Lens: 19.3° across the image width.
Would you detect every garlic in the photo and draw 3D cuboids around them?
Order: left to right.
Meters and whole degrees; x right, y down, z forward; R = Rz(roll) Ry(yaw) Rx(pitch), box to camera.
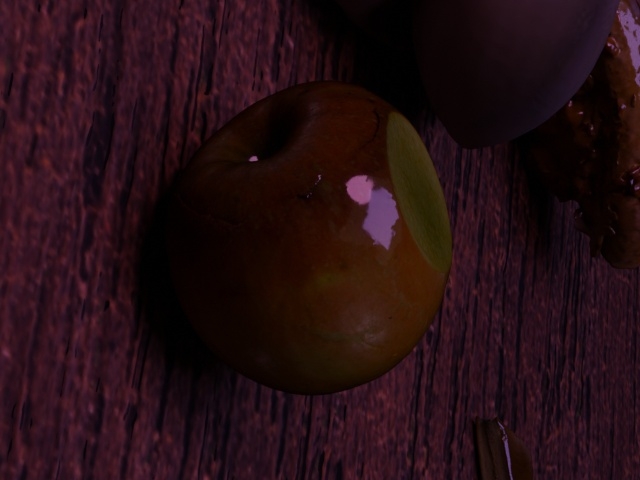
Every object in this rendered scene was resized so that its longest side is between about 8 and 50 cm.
[{"bbox_3d":[0.086,-0.206,1.222,0.246,0.231,0.340,-78,-175,-46],"label":"garlic"}]

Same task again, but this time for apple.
[{"bbox_3d":[-0.006,0.003,1.028,0.147,0.146,0.163,57,23,-27],"label":"apple"}]

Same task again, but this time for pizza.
[{"bbox_3d":[0.198,-0.120,1.450,0.085,0.161,0.305,-22,105,-19],"label":"pizza"}]

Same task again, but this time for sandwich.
[{"bbox_3d":[0.136,0.166,1.374,0.044,0.031,0.083,-9,93,-59],"label":"sandwich"}]
